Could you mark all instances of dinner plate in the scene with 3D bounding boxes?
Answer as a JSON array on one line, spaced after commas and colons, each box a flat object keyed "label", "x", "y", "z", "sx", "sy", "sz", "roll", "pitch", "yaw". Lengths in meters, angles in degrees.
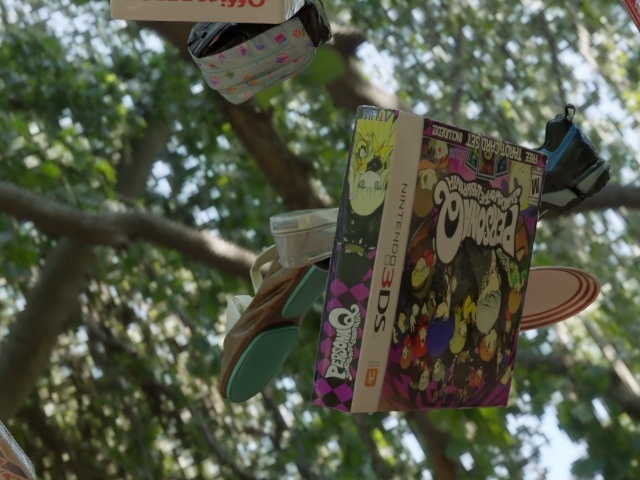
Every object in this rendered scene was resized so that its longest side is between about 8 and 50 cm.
[{"label": "dinner plate", "x": 0.198, "y": 0.053, "z": 1.324, "sx": 0.141, "sy": 0.017, "sz": 0.141, "roll": -6, "pitch": -27, "yaw": -3}]

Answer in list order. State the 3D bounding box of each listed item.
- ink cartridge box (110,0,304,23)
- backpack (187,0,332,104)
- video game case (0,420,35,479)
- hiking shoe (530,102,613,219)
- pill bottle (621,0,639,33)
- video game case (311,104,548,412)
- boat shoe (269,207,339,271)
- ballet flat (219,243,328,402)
[{"label": "ink cartridge box", "x": -0.127, "y": -0.387, "z": 1.525, "sx": 0.207, "sy": 0.117, "sz": 0.283, "roll": 3, "pitch": -70, "yaw": 10}, {"label": "backpack", "x": -0.079, "y": -0.263, "z": 1.790, "sx": 0.182, "sy": 0.152, "sz": 0.115, "roll": -28, "pitch": -62, "yaw": 9}, {"label": "video game case", "x": -0.375, "y": 0.174, "z": 1.113, "sx": 0.227, "sy": 0.026, "sz": 0.206, "roll": -20, "pitch": -43, "yaw": 1}, {"label": "hiking shoe", "x": 0.269, "y": -0.069, "z": 1.996, "sx": 0.304, "sy": 0.132, "sz": 0.113, "roll": -31, "pitch": -2, "yaw": 20}, {"label": "pill bottle", "x": 0.555, "y": -0.297, "z": 1.854, "sx": 0.229, "sy": 0.407, "sz": 0.229, "roll": -8, "pitch": -43, "yaw": -8}, {"label": "video game case", "x": 0.087, "y": 0.021, "z": 1.021, "sx": 0.232, "sy": 0.042, "sz": 0.210, "roll": 9, "pitch": -89, "yaw": -55}, {"label": "boat shoe", "x": 0.001, "y": 0.000, "z": 1.765, "sx": 0.079, "sy": 0.081, "sz": 0.227, "roll": -3, "pitch": 3, "yaw": 25}, {"label": "ballet flat", "x": -0.081, "y": 0.100, "z": 2.149, "sx": 0.116, "sy": 0.124, "sz": 0.342, "roll": -4, "pitch": -45, "yaw": -42}]
